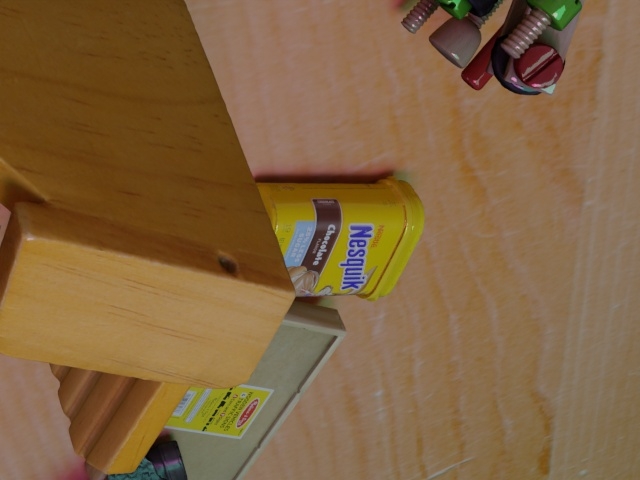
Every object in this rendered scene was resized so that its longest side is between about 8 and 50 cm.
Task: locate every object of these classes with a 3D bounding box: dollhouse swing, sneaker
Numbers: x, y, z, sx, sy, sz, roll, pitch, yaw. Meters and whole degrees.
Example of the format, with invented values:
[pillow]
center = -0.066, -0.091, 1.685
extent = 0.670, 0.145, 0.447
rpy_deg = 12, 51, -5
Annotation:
[dollhouse swing]
center = -0.222, -0.027, 1.208
extent = 0.315, 0.347, 0.305
rpy_deg = 14, 134, -44
[sneaker]
center = -0.181, 0.259, 1.718
extent = 0.089, 0.051, 0.170
rpy_deg = -15, 131, -11

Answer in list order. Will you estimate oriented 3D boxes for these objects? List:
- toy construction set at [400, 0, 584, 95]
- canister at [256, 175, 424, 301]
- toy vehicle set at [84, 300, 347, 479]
[toy construction set]
center = 0.163, -0.265, 1.345
extent = 0.237, 0.257, 0.309
rpy_deg = -49, 163, 0
[canister]
center = 0.000, 0.000, 1.610
extent = 0.169, 0.073, 0.126
rpy_deg = -1, 132, -33
[toy vehicle set]
center = -0.110, 0.163, 1.722
extent = 0.166, 0.035, 0.267
rpy_deg = 14, 123, -35
